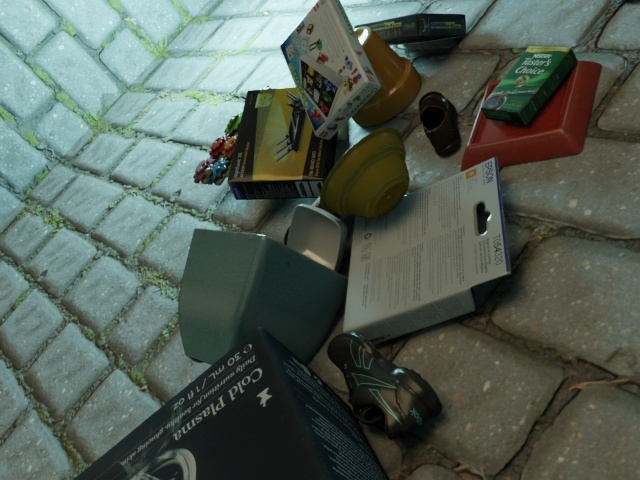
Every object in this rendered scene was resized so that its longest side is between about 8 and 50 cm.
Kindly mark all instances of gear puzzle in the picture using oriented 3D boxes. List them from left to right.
[{"bbox_3d":[-0.232,-0.298,1.991,0.175,0.044,0.339,11,65,54],"label":"gear puzzle"}]

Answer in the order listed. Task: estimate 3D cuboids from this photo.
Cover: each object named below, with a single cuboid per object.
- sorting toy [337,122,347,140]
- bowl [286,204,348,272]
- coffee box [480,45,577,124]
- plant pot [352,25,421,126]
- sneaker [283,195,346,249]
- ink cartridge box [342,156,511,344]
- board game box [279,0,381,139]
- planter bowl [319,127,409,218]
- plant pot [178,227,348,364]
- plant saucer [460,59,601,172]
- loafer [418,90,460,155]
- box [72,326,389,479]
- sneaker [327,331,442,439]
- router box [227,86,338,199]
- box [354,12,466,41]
[{"bbox_3d":[-0.031,-0.303,1.953,0.208,0.038,0.193,-9,42,10],"label":"sorting toy"},{"bbox_3d":[0.000,0.000,1.549,0.142,0.142,0.053,29,29,35],"label":"bowl"},{"bbox_3d":[0.419,-0.316,1.471,0.184,0.040,0.113,-49,35,-11],"label":"coffee box"},{"bbox_3d":[0.121,-0.427,1.841,0.205,0.188,0.205,-26,37,22],"label":"plant pot"},{"bbox_3d":[0.034,-0.070,1.637,0.270,0.090,0.145,-51,-12,32],"label":"sneaker"},{"bbox_3d":[0.204,0.021,1.370,0.330,0.071,0.324,-21,36,26],"label":"ink cartridge box"},{"bbox_3d":[0.016,-0.421,1.748,0.193,0.053,0.305,-41,56,35],"label":"board game box"},{"bbox_3d":[0.110,-0.110,1.437,0.217,0.217,0.090,-43,66,-2],"label":"planter bowl"},{"bbox_3d":[-0.136,0.142,1.436,0.247,0.248,0.252,6,72,47],"label":"plant pot"},{"bbox_3d":[0.422,-0.264,1.491,0.259,0.048,0.258,-6,48,40],"label":"plant saucer"},{"bbox_3d":[0.263,-0.282,1.638,0.080,0.078,0.220,-30,36,17],"label":"loafer"},{"bbox_3d":[-0.121,0.468,1.007,0.480,0.297,0.472,-40,36,3],"label":"box"},{"bbox_3d":[0.079,0.237,1.216,0.106,0.101,0.267,-40,32,-18],"label":"sneaker"},{"bbox_3d":[-0.084,-0.248,1.827,0.243,0.081,0.309,-2,57,13],"label":"router box"},{"bbox_3d":[0.231,-0.547,1.892,0.183,0.059,0.232,-14,14,-38],"label":"box"}]
